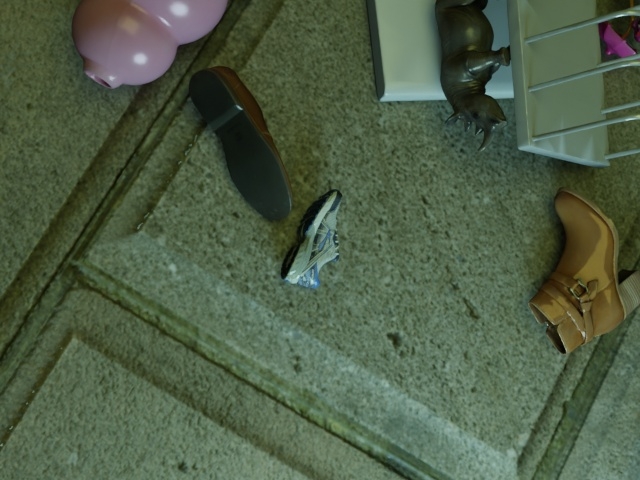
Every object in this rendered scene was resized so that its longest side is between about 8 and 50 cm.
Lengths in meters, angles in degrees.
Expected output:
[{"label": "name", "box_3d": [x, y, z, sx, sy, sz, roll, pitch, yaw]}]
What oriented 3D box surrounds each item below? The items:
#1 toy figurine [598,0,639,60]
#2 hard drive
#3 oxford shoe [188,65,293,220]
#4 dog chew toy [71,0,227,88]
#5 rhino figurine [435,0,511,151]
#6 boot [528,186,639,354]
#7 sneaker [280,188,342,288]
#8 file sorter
[{"label": "toy figurine", "box_3d": [0.455, -0.328, 1.638, 0.130, 0.173, 0.159, 11, 89, -49]}, {"label": "hard drive", "box_3d": [0.218, -0.295, 1.615, 0.307, 0.040, 0.203, -3, 80, -15]}, {"label": "oxford shoe", "box_3d": [-0.084, -0.128, 1.490, 0.212, 0.076, 0.076, 64, 32, -7]}, {"label": "dog chew toy", "box_3d": [-0.188, -0.336, 1.437, 0.206, 0.206, 0.332, 30, 81, -8]}, {"label": "rhino figurine", "box_3d": [0.202, -0.233, 1.530, 0.073, 0.106, 0.243, 11, 74, -56]}, {"label": "boot", "box_3d": [0.332, 0.040, 1.567, 0.152, 0.073, 0.197, -33, 87, -14]}, {"label": "sneaker", "box_3d": [0.000, 0.000, 1.500, 0.058, 0.052, 0.135, 29, 81, -18]}, {"label": "file sorter", "box_3d": [0.366, -0.255, 1.501, 0.193, 0.173, 0.278, 7, 76, -46]}]
